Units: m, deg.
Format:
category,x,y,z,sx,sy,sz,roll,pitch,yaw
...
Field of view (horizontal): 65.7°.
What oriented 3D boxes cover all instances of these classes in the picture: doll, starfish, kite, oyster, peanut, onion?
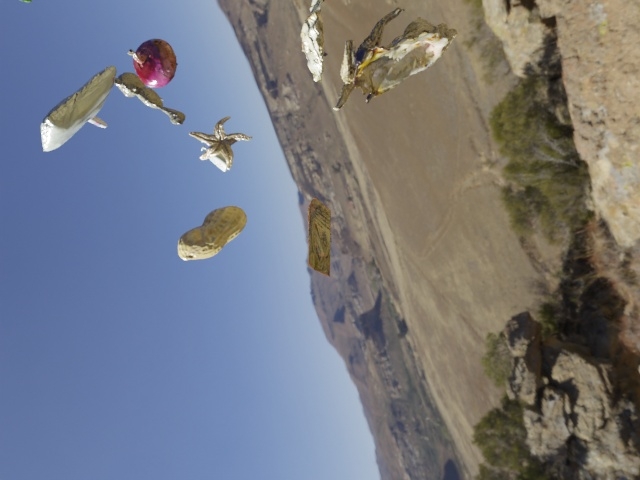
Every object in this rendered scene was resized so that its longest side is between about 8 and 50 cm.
category,x,y,z,sx,sy,sz,roll,pitch,yaw
doll,-0.623,-0.523,1.831,0.091,0.286,0.202,-60,14,27
starfish,-0.440,-0.426,2.180,0.062,0.277,0.235,-103,16,-64
kite,0.002,0.000,1.846,0.377,0.013,0.327,-66,-34,-58
oyster,0.239,-0.540,1.393,0.096,0.361,0.221,57,175,8
starfish,0.163,-0.650,1.750,0.082,0.432,0.324,34,146,11
peanut,-0.427,-0.028,1.958,0.147,0.305,0.147,42,163,16
oyster,-0.026,-0.828,2.004,0.201,0.107,0.354,-88,-4,-79
onion,-0.524,-0.550,1.510,0.140,0.150,0.150,2,-112,-71

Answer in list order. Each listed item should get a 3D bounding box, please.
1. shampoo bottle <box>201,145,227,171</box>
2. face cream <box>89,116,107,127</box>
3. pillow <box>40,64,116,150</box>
category,x,y,z,sx,sy,sz,roll,pitch,yaw
shampoo bottle,-0.486,-0.388,2.296,0.152,0.045,0.077,41,151,-1
face cream,-0.936,-0.499,2.070,0.130,0.034,0.034,21,-130,-80
pillow,-0.543,-0.298,1.114,0.051,0.128,0.229,37,-124,-13
